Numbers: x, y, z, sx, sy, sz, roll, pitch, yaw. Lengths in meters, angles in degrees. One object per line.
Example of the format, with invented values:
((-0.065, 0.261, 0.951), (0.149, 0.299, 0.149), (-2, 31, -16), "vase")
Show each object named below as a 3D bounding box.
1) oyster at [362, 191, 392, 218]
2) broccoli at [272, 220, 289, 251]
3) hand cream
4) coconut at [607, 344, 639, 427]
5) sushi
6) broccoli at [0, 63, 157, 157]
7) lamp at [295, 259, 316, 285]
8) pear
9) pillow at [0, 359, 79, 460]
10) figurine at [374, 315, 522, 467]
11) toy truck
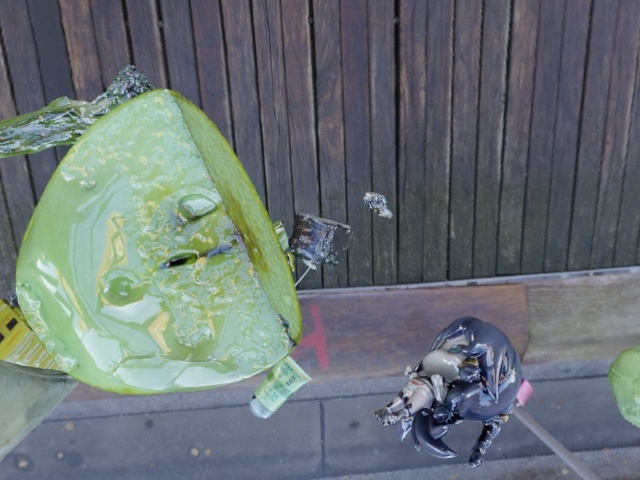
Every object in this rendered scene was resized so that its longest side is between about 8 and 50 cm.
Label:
((0.112, -0.071, 0.982), (0.019, 0.054, 0.083), (-58, 133, -25), "oyster")
((-0.184, 0.054, 1.431), (0.246, 0.248, 0.288), (-33, 65, -3), "broccoli")
((-0.110, 0.367, 1.198), (0.095, 0.046, 0.175), (44, 107, 12), "hand cream")
((0.341, 0.147, 0.493), (0.088, 0.088, 0.096), (31, 69, -13), "coconut")
((0.000, 0.000, 1.317), (0.124, 0.225, 0.127), (19, 96, 25), "sushi")
((-0.413, -0.185, 0.798), (0.304, 0.145, 0.164), (-8, 91, 1), "broccoli")
((-0.090, 0.147, 1.628), (0.198, 0.050, 0.056), (-54, 143, 7), "lamp")
((-0.215, 0.033, 0.620), (0.318, 0.238, 0.342), (-25, 88, 3), "pear")
((-0.435, 0.242, 0.539), (0.302, 0.185, 0.075), (-44, 66, -8), "pillow")
((0.222, 0.249, 0.806), (0.265, 0.175, 0.197), (-45, 120, -18), "figurine")
((-0.571, 0.135, 1.082), (0.405, 0.254, 0.180), (-55, 135, -17), "toy truck")
